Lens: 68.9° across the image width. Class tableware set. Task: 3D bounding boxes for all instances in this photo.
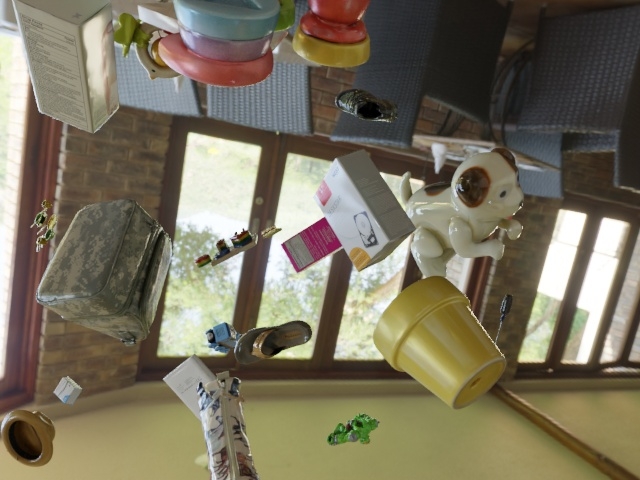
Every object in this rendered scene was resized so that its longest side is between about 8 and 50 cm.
[{"bbox_3d":[-0.804,-0.050,1.357,0.024,0.104,0.154,30,-146,-50],"label":"tableware set"}]

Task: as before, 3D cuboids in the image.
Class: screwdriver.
[{"bbox_3d":[0.464,0.220,1.209,0.025,0.170,0.024,22,-166,29],"label":"screwdriver"}]

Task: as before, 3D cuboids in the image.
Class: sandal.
[{"bbox_3d":[-0.125,0.268,1.196,0.219,0.090,0.060,-16,-163,11],"label":"sandal"}]

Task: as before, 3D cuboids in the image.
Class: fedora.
[{"bbox_3d":[-0.885,0.598,1.443,0.194,0.195,0.079,12,-166,7],"label":"fedora"}]

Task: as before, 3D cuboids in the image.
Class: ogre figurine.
[{"bbox_3d":[0.123,0.669,1.652,0.196,0.097,0.118,10,161,-36],"label":"ogre figurine"}]

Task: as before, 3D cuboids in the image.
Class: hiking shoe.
[{"bbox_3d":[0.132,-0.438,1.499,0.226,0.086,0.114,22,-157,29],"label":"hiking shoe"}]

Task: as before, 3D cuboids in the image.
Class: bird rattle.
[{"bbox_3d":[-0.444,-0.573,1.329,0.253,0.207,0.143,-19,-146,-4],"label":"bird rattle"}]

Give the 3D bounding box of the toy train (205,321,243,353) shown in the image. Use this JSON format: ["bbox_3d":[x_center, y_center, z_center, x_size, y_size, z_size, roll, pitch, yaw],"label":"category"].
[{"bbox_3d":[-0.359,0.371,1.763,0.105,0.080,0.184,-23,152,5],"label":"toy train"}]

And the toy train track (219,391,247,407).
[{"bbox_3d":[-0.258,0.467,1.390,0.083,0.014,0.048,19,-136,-6],"label":"toy train track"}]

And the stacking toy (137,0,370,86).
[{"bbox_3d":[-0.096,-0.350,0.664,0.308,0.131,0.279,-26,-125,-33],"label":"stacking toy"}]

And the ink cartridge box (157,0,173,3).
[{"bbox_3d":[-0.344,-0.632,0.996,0.115,0.198,0.272,44,-156,9],"label":"ink cartridge box"}]

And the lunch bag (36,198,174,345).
[{"bbox_3d":[-0.502,0.079,1.178,0.212,0.306,0.256,-7,144,14],"label":"lunch bag"}]

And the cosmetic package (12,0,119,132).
[{"bbox_3d":[-0.574,-0.419,1.083,0.153,0.296,0.129,24,-129,-4],"label":"cosmetic package"}]

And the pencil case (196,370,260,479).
[{"bbox_3d":[-0.302,0.642,1.509,0.159,0.184,0.411,-12,-136,-12],"label":"pencil case"}]

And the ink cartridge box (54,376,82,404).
[{"bbox_3d":[-0.717,0.420,1.317,0.083,0.048,0.028,20,166,33],"label":"ink cartridge box"}]

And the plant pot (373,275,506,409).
[{"bbox_3d":[0.292,0.254,1.112,0.253,0.254,0.239,4,-147,-40],"label":"plant pot"}]

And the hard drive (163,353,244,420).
[{"bbox_3d":[-0.486,0.636,1.934,0.308,0.203,0.040,49,-155,-4],"label":"hard drive"}]

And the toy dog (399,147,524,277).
[{"bbox_3d":[0.463,-0.118,1.471,0.284,0.396,0.408,-24,168,-27],"label":"toy dog"}]

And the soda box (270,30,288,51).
[{"bbox_3d":[-0.172,-0.506,1.236,0.058,0.183,0.063,47,-161,4],"label":"soda box"}]

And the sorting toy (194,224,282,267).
[{"bbox_3d":[-0.239,0.007,1.310,0.274,0.046,0.132,-26,-168,0],"label":"sorting toy"}]

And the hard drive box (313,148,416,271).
[{"bbox_3d":[0.098,-0.069,1.124,0.089,0.232,0.181,-22,162,-28],"label":"hard drive box"}]

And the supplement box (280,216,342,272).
[{"bbox_3d":[0.000,0.000,1.486,0.219,0.114,0.111,-30,175,11],"label":"supplement box"}]
